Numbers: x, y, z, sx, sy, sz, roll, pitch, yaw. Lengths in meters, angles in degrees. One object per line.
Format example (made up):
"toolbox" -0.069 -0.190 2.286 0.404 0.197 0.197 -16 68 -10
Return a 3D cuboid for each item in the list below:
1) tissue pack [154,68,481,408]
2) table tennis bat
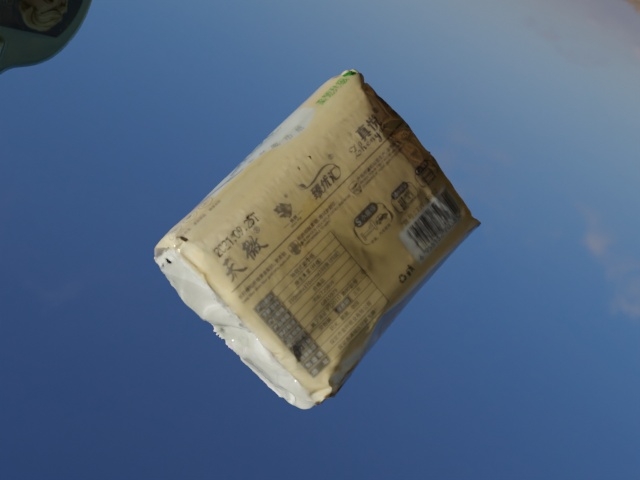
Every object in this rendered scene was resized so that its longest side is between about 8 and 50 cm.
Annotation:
"tissue pack" 0.000 0.000 0.767 0.186 0.222 0.090 47 162 -14
"table tennis bat" -0.257 -0.173 0.743 0.038 0.237 0.149 19 179 42
